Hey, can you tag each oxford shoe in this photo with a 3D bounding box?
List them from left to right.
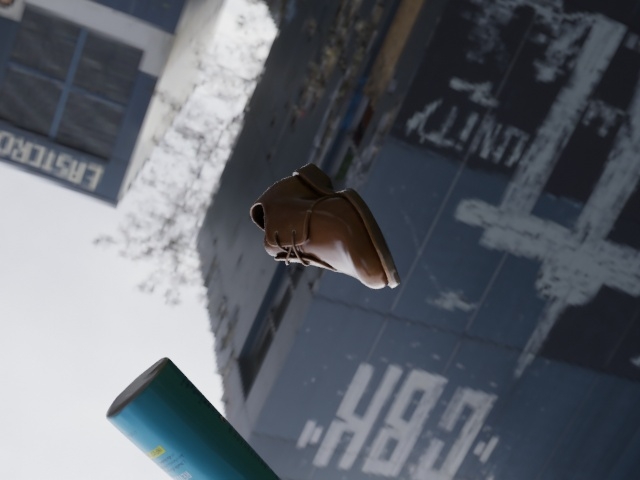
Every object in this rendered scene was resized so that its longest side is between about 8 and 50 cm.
[{"bbox_3d":[0.000,0.000,0.817,0.076,0.076,0.212,-26,-159,-12],"label":"oxford shoe"}]

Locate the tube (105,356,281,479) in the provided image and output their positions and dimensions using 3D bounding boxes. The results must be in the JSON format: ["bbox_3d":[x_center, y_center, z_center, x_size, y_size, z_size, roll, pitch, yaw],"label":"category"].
[{"bbox_3d":[-0.043,0.162,0.664,0.207,0.052,0.080,47,157,-10],"label":"tube"}]
